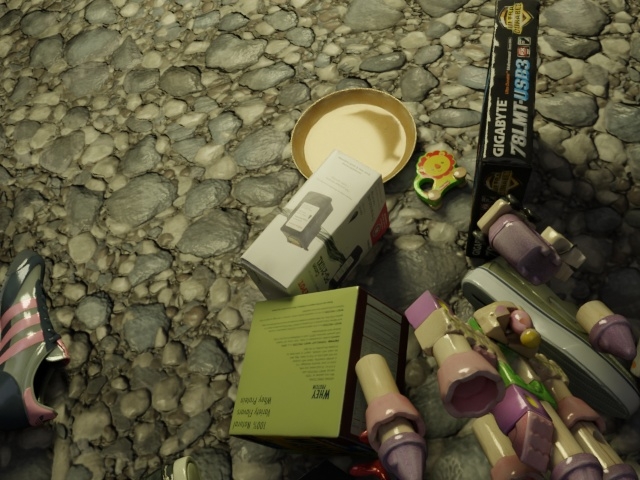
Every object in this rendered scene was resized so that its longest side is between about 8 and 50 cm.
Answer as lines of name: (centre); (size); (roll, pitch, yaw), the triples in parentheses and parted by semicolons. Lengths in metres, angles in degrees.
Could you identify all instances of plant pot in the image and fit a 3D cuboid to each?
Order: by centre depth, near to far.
plant pot: (0.062, -0.185, 1.188); (0.237, 0.032, 0.236); (-5, 62, 10)

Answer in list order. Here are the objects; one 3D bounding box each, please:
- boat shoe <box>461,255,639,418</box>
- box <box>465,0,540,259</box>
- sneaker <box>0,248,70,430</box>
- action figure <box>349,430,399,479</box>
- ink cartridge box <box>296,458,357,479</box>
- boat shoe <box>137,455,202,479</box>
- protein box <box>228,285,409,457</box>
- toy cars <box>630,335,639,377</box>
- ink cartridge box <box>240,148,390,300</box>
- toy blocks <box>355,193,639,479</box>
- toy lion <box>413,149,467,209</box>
boat shoe: (0.346, 0.127, 0.929); (0.094, 0.109, 0.302); (-38, 61, -15)
box: (0.282, -0.160, 0.981); (0.074, 0.295, 0.293); (5, 65, 12)
sneaker: (-0.490, 0.167, 1.090); (0.131, 0.112, 0.318); (3, 65, -6)
action figure: (0.075, 0.334, 0.669); (0.139, 0.091, 0.280); (-3, 29, -24)
ink cartridge box: (0.007, 0.374, 0.745); (0.206, 0.045, 0.208); (21, 34, 40)
boat shoe: (-0.209, 0.470, 0.846); (0.113, 0.127, 0.339); (-15, 58, 1)
protein box: (0.002, 0.193, 0.903); (0.200, 0.136, 0.201); (-13, 57, 38)
toy cars: (0.609, 0.112, 0.889); (0.394, 0.087, 0.176); (-28, 97, -2)
ink cartridge box: (0.000, 0.000, 1.024); (0.100, 0.172, 0.237); (33, 74, 24)
toy blocks: (0.240, 0.178, 0.697); (0.309, 0.289, 0.260); (-52, 25, 17)
toy lion: (0.205, -0.116, 1.126); (0.100, 0.034, 0.096); (-41, 56, -10)
